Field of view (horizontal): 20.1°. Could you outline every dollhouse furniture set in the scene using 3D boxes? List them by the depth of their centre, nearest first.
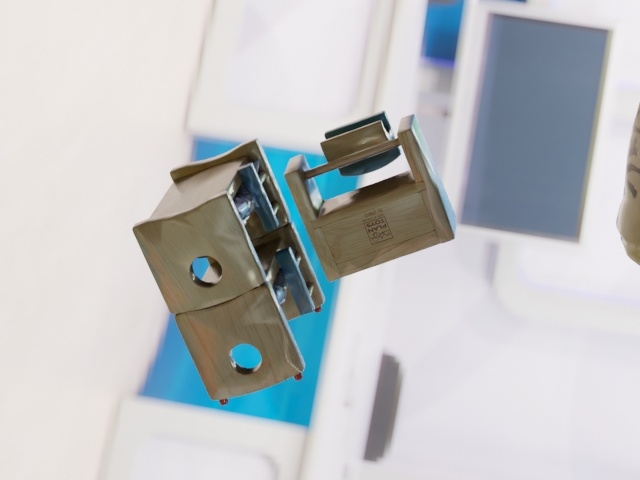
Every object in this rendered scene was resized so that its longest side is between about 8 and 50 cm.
[{"bbox_3d":[0.000,0.000,1.154,0.129,0.183,0.129,-71,140,-69],"label":"dollhouse furniture set"}]

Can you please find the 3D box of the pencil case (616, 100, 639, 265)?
[{"bbox_3d":[0.322,-0.168,1.201,0.160,0.183,0.410,22,-78,55],"label":"pencil case"}]
